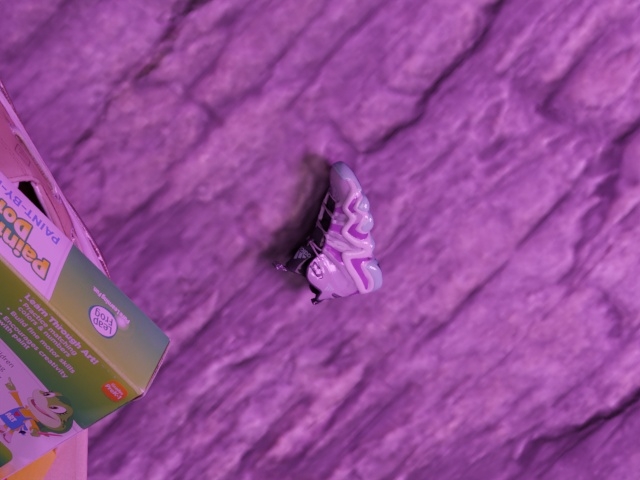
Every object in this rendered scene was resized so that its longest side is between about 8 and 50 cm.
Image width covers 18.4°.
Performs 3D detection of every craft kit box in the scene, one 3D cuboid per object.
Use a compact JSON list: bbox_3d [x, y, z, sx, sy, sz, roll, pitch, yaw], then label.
[{"bbox_3d":[-0.256,0.039,1.133,0.247,0.061,0.250,-30,111,36],"label":"craft kit box"}]

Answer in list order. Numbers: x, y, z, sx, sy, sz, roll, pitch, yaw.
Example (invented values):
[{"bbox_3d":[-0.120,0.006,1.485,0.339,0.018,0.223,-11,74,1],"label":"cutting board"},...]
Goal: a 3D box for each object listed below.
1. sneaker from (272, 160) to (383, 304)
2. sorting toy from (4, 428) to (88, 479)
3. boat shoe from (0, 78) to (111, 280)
[{"bbox_3d":[0.000,0.000,1.295,0.069,0.038,0.098,-18,117,-10],"label":"sneaker"},{"bbox_3d":[-0.247,0.171,1.295,0.193,0.038,0.208,-4,114,-16],"label":"sorting toy"},{"bbox_3d":[-0.216,-0.040,1.173,0.113,0.103,0.302,-38,119,2],"label":"boat shoe"}]
